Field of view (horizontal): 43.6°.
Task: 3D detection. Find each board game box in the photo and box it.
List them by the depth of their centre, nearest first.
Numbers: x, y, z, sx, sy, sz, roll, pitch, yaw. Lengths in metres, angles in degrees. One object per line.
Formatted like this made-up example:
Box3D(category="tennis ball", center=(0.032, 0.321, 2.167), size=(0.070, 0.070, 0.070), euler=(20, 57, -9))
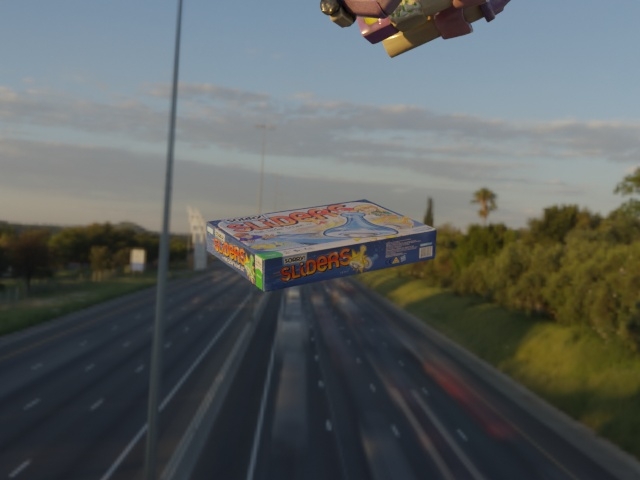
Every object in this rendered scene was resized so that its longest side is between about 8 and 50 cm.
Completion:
Box3D(category="board game box", center=(0.000, 0.000, 0.832), size=(0.201, 0.035, 0.136), euler=(-10, 21, -30))

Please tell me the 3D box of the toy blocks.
Box3D(category="toy blocks", center=(0.131, -0.410, 0.975), size=(0.260, 0.288, 0.309), euler=(-19, -4, 20))
